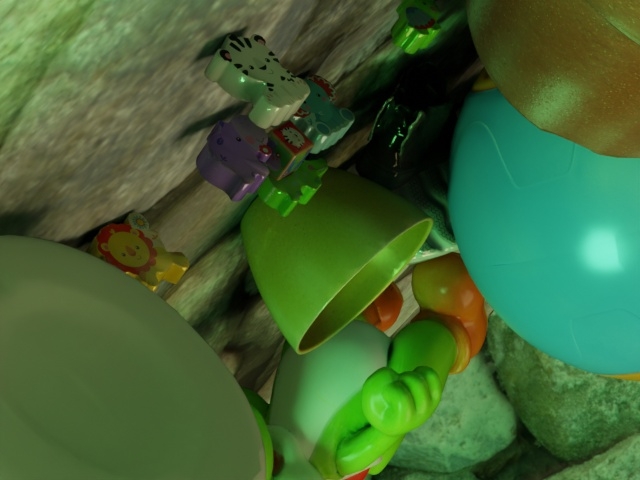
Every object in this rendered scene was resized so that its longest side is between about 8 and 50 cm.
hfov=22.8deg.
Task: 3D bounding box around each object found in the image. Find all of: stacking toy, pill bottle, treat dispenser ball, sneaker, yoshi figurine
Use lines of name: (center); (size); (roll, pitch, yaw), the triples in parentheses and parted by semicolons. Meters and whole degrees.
stacking toy: (-0.028, -0.064, 0.938); (0.221, 0.052, 0.167); (-33, 165, -52)
pill bottle: (-0.205, 0.186, 0.807); (0.361, 0.204, 0.204); (-50, 167, 26)
treat dispenser ball: (0.235, -0.043, 1.146); (0.288, 0.288, 0.288); (-42, 168, -11)
sneaker: (0.075, -0.092, 1.165); (0.170, 0.051, 0.089); (-41, 161, -55)
yoshi figurine: (-0.023, 0.123, 1.215); (0.362, 0.203, 0.203); (-52, -179, -35)
sneaker: (0.096, -0.037, 1.311); (0.281, 0.105, 0.115); (-27, 171, -41)

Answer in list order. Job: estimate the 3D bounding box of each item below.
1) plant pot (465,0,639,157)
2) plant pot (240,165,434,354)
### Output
plant pot: (0.208, -0.178, 0.887); (0.272, 0.272, 0.265); (-41, 176, -17)
plant pot: (0.000, 0.000, 1.126); (0.134, 0.095, 0.134); (-42, 168, -11)
